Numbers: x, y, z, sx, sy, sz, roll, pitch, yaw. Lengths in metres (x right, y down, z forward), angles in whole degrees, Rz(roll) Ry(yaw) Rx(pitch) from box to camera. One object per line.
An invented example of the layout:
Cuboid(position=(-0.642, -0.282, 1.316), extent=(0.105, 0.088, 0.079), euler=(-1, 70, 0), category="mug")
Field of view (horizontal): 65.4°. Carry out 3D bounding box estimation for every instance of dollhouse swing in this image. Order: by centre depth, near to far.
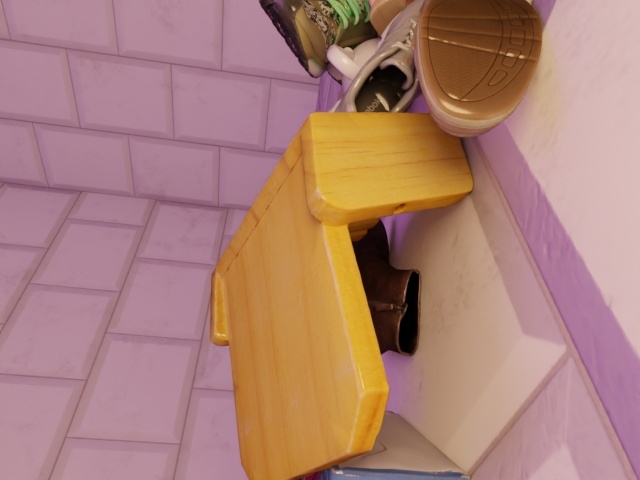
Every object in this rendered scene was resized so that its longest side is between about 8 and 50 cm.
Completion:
Cuboid(position=(0.040, 0.075, 0.610), extent=(0.347, 0.315, 0.305), euler=(-49, 60, 47), category="dollhouse swing")

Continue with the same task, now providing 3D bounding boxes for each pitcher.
Cuboid(position=(0.080, -0.259, 0.784), extent=(0.125, 0.177, 0.207), euler=(-44, 24, 23), category="pitcher")

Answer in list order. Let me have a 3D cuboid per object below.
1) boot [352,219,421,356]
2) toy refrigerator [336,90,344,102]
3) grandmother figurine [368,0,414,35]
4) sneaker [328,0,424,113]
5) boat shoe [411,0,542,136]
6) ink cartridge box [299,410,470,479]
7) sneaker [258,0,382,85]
Cuboid(position=(0.105, 0.059, 0.788), extent=(0.207, 0.090, 0.249), euler=(154, 126, -67), category="boot")
Cuboid(position=(0.062, -0.227, 1.259), extent=(0.102, 0.094, 0.270), euler=(-92, 10, -49), category="toy refrigerator")
Cuboid(position=(0.090, -0.480, 0.755), extent=(0.104, 0.207, 0.343), euler=(106, 148, -68), category="grandmother figurine")
Cuboid(position=(0.105, -0.217, 0.626), extent=(0.263, 0.099, 0.121), euler=(-58, 6, -11), category="sneaker")
Cuboid(position=(0.142, -0.199, 0.499), extent=(0.098, 0.109, 0.303), euler=(96, -178, -54), category="boat shoe")
Cuboid(position=(0.044, 0.425, 0.574), extent=(0.270, 0.151, 0.396), euler=(139, 135, -81), category="ink cartridge box")
Cuboid(position=(0.036, -0.390, 0.861), extent=(0.182, 0.158, 0.410), euler=(-38, -2, 22), category="sneaker")
